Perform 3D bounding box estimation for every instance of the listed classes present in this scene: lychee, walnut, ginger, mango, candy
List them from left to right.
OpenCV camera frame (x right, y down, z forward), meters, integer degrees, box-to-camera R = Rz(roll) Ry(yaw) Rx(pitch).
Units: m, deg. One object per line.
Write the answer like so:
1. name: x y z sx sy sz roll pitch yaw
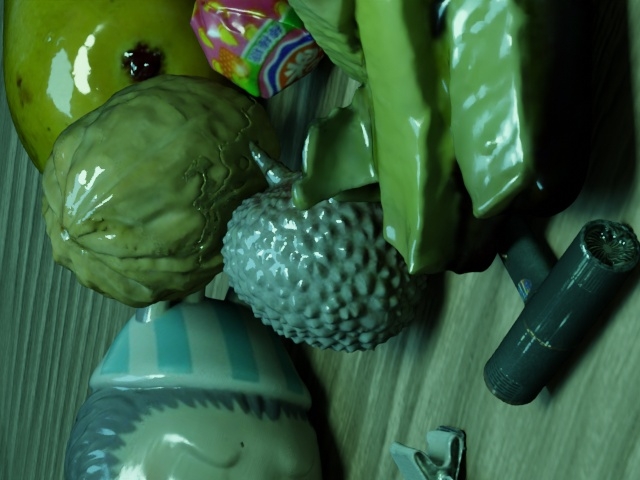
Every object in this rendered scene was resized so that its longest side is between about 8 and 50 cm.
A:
1. mango: -0.212 -0.215 1.809 0.446 0.232 0.300 -115 25 -53
2. candy: -0.143 -0.270 1.590 0.365 0.124 0.124 39 142 9
3. walnut: -0.136 -0.044 1.537 0.198 0.245 0.198 17 124 26
4. lychee: 0.000 0.000 1.441 0.197 0.165 0.165 62 155 -2
5. ginger: 0.023 -0.172 1.274 0.358 0.211 0.413 123 143 -57

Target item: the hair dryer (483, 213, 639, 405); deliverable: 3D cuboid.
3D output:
1. hair dryer: 0.147 -0.009 1.269 0.173 0.050 0.195 121 141 -49

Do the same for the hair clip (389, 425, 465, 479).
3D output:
1. hair clip: 0.099 0.261 1.425 0.140 0.054 0.220 0 98 59

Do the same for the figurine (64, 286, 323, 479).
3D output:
1. figurine: -0.084 0.179 1.707 0.361 0.266 0.378 79 -144 -81
